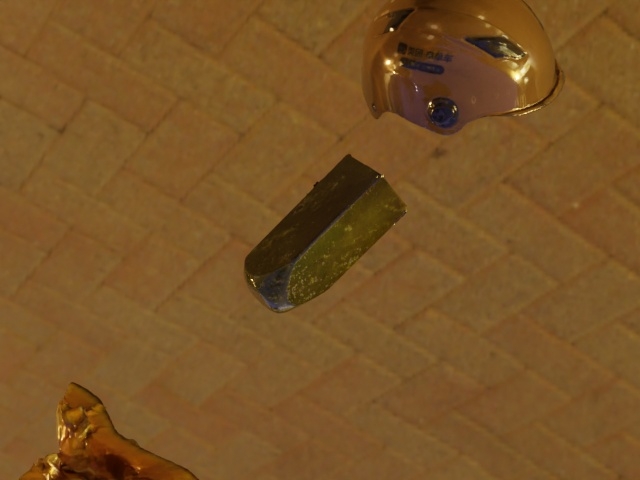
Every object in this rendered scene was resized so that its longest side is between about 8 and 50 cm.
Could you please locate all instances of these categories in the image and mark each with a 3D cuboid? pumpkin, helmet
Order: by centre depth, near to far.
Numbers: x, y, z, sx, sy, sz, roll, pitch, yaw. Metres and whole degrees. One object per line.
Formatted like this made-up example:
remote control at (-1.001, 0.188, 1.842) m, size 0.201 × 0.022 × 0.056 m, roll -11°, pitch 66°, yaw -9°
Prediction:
pumpkin at (-0.210, 0.237, 0.982) m, size 0.280 × 0.190 × 0.139 m, roll 26°, pitch 116°, yaw 45°
helmet at (0.144, -0.214, 1.318) m, size 0.224 × 0.198 × 0.130 m, roll 7°, pitch 131°, yaw 31°

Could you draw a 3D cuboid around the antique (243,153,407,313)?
antique at (0.000, 0.000, 1.566) m, size 0.080 × 0.221 × 0.081 m, roll 35°, pitch 169°, yaw 49°
